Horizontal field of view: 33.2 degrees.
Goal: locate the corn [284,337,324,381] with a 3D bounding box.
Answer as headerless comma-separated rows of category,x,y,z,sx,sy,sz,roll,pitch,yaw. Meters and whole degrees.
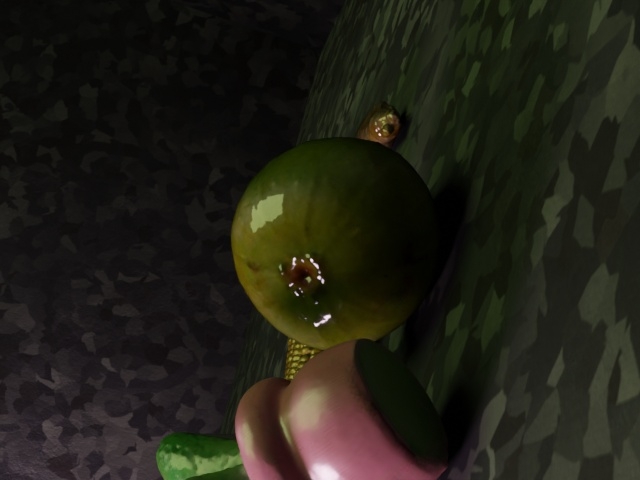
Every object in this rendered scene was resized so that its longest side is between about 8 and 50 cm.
corn,0.014,0.182,1.736,0.144,0.144,0.387,118,162,-52

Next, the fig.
fig,0.037,-0.011,1.522,0.316,0.316,0.316,-163,90,-82

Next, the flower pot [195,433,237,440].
flower pot,-0.136,0.443,1.828,0.265,0.243,0.265,-161,90,-80

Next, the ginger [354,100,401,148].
ginger,0.088,-0.163,2.131,0.333,0.080,0.166,-59,4,49

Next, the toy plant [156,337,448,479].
toy plant,-0.031,0.287,1.217,0.356,0.210,0.317,-32,58,13
